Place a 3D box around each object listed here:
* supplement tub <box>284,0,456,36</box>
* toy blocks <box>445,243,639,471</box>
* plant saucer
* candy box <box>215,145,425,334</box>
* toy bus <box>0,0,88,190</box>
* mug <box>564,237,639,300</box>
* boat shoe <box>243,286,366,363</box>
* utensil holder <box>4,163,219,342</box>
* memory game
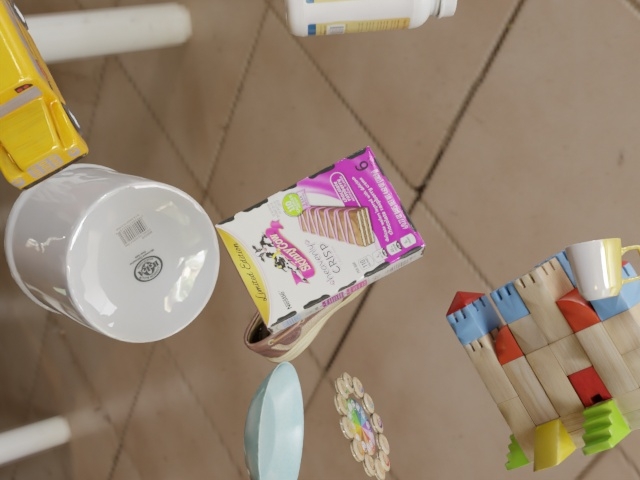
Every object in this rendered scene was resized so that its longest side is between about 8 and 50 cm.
[{"bbox_3d":[0.055,-0.320,1.293,0.144,0.200,0.144,176,90,-88],"label":"supplement tub"},{"bbox_3d":[0.339,0.134,1.463,0.381,0.191,0.260,-35,83,49],"label":"toy blocks"},{"bbox_3d":[-0.065,0.254,1.417,0.038,0.195,0.194,1,105,16],"label":"plant saucer"},{"bbox_3d":[0.000,0.000,1.442,0.159,0.233,0.071,61,178,13],"label":"candy box"},{"bbox_3d":[-0.414,-0.232,1.360,0.332,0.108,0.130,60,178,19],"label":"toy bus"},{"bbox_3d":[0.316,0.032,1.217,0.078,0.062,0.064,-15,80,42],"label":"mug"},{"bbox_3d":[-0.011,0.062,1.883,0.342,0.123,0.123,-49,59,4],"label":"boat shoe"},{"bbox_3d":[-0.413,0.022,2.154,0.385,0.328,0.327,14,113,58],"label":"utensil holder"},{"bbox_3d":[0.070,0.303,1.779,0.012,0.186,0.186,-24,79,17],"label":"memory game"}]
